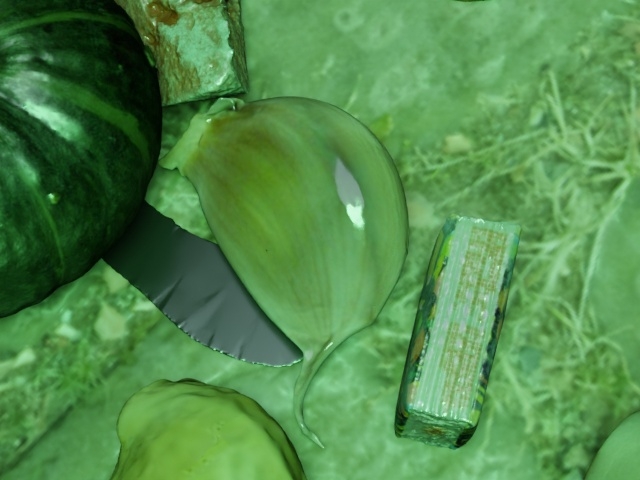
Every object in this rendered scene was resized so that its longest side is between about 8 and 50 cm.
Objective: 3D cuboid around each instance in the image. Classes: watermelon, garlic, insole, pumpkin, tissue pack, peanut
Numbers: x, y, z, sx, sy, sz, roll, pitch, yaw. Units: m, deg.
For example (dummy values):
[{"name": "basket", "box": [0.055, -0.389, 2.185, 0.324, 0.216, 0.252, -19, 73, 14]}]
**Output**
[{"name": "watermelon", "box": [-0.121, -0.197, 1.004, 0.154, 0.094, 0.241, -26, 64, 2]}, {"name": "garlic", "box": [0.003, 0.002, 0.938, 0.128, 0.148, 0.267, -1, 58, -39]}, {"name": "insole", "box": [-0.103, 0.026, 0.980, 0.232, 0.003, 0.080, 32, 74, 13]}, {"name": "pumpkin", "box": [-0.263, -0.077, 0.923, 0.300, 0.207, 0.300, 1, 58, -1]}, {"name": "tissue pack", "box": [0.095, 0.066, 0.901, 0.060, 0.108, 0.148, 14, 73, 6]}, {"name": "peanut", "box": [-0.043, 0.240, 0.822, 0.174, 0.158, 0.340, -36, 74, -8]}]

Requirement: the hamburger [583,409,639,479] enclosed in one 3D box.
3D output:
[{"name": "hamburger", "box": [0.221, 0.246, 0.775, 0.151, 0.227, 0.295, 16, 74, 33]}]
